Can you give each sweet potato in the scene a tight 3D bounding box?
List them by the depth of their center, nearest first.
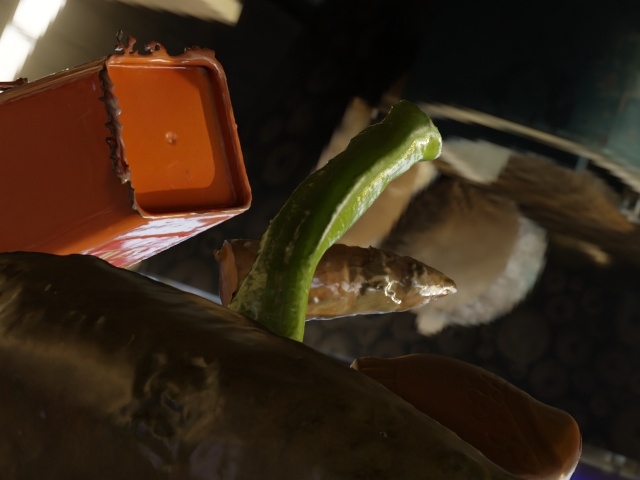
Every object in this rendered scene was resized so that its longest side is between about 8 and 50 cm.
[{"bbox_3d":[-0.058,0.080,0.567,0.422,0.130,0.130,9,169,41],"label":"sweet potato"}]

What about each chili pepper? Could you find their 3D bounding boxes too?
[{"bbox_3d":[0.000,0.000,0.722,0.052,0.202,0.050,-3,133,46],"label":"chili pepper"}]

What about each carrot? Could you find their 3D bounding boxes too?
[{"bbox_3d":[0.022,0.047,1.458,0.263,0.102,0.102,1,179,-15],"label":"carrot"}]

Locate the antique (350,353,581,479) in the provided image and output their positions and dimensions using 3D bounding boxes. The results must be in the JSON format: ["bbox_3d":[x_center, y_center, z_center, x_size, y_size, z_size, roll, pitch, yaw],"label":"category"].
[{"bbox_3d":[0.149,0.224,1.534,0.278,0.129,0.223,13,-148,-12],"label":"antique"}]

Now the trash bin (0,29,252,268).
[{"bbox_3d":[-0.177,-0.058,0.982,0.238,0.184,0.161,-19,172,40],"label":"trash bin"}]
